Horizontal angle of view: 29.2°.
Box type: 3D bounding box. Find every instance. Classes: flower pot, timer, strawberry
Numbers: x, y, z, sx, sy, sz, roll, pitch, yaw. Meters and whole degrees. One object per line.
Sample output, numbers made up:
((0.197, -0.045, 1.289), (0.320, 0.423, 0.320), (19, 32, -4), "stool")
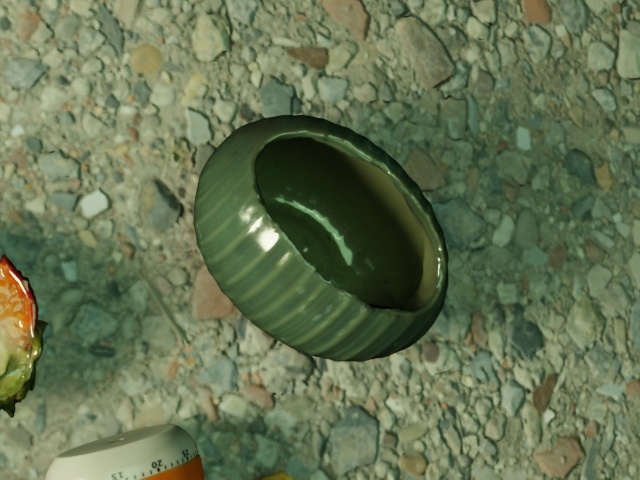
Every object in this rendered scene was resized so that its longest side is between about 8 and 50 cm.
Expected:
((0.000, 0.000, 1.075), (0.243, 0.157, 0.189), (44, 66, -15), "flower pot")
((-0.154, 0.219, 0.995), (0.136, 0.099, 0.136), (-1, 92, -19), "timer")
((-0.302, 0.068, 0.954), (0.187, 0.082, 0.146), (43, 60, -7), "strawberry")

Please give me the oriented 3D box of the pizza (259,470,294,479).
((-0.046, 0.307, 1.042), (0.188, 0.080, 0.204), (42, 64, -15), "pizza")
